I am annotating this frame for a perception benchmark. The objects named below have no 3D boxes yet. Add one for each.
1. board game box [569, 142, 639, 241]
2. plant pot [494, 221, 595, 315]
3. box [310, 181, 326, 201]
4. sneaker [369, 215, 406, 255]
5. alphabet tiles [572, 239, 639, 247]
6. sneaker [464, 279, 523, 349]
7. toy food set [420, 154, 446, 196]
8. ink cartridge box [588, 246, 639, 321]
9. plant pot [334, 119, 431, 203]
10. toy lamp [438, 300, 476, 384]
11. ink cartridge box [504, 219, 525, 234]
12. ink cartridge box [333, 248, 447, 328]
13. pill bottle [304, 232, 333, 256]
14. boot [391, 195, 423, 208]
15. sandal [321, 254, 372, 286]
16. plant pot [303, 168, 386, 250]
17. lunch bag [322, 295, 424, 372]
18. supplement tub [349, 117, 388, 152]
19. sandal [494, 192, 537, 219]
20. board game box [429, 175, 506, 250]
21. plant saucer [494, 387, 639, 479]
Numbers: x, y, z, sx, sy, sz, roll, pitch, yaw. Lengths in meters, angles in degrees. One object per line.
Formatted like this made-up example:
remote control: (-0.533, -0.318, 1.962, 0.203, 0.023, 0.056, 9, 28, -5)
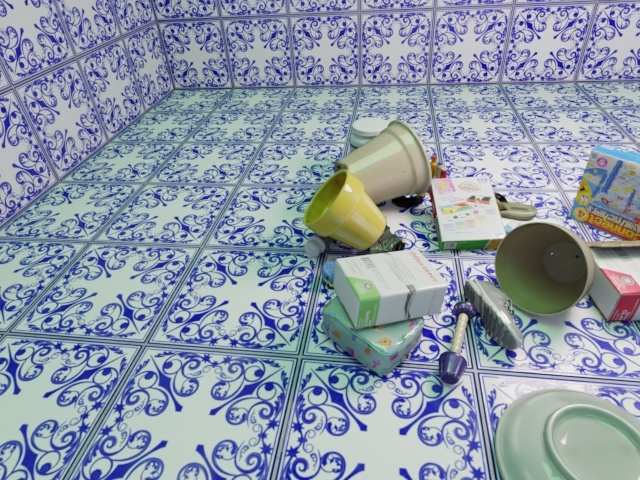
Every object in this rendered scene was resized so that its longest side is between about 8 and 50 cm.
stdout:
board game box: (1.119, -0.161, 1.573, 0.086, 0.302, 0.308, -26, 42, -26)
plant pot: (0.731, 0.079, 1.353, 0.190, 0.284, 0.284, -5, 31, -36)
box: (0.092, -0.190, 1.932, 0.233, 0.044, 0.159, 13, 41, 21)
sneaker: (0.261, -0.007, 1.642, 0.130, 0.087, 0.228, 5, 41, 9)
alphabet tiles: (0.994, 0.011, 1.460, 0.342, 0.011, 0.285, -2, 0, 4)
sneaker: (0.547, 0.207, 1.307, 0.115, 0.105, 0.281, -8, 37, -5)
toy food set: (0.518, -0.296, 1.977, 0.111, 0.105, 0.232, 18, 42, 27)
ink cartridge box: (1.013, 0.129, 1.341, 0.306, 0.131, 0.226, -1, 36, 2)
plant pot: (0.236, -0.287, 1.783, 0.305, 0.334, 0.334, -25, 41, -11)
toy lamp: (0.394, 0.290, 1.237, 0.080, 0.080, 0.275, 11, 39, 19)
ink cartridge box: (0.766, -0.022, 1.633, 0.122, 0.052, 0.088, 23, 45, 34)
ink cartridge box: (0.198, 0.134, 1.261, 0.272, 0.115, 0.198, -6, 34, -17)
pill bottle: (0.000, 0.000, 1.662, 0.078, 0.078, 0.137, 17, 42, 26)
boot: (0.379, -0.182, 1.897, 0.121, 0.045, 0.099, -21, 34, -24)
sandal: (0.156, 0.100, 1.468, 0.317, 0.138, 0.126, 3, 39, 13)
plant pot: (0.103, -0.092, 1.585, 0.254, 0.239, 0.254, -44, 21, 22)
lunch bag: (0.161, 0.253, 1.285, 0.279, 0.108, 0.224, 30, 43, 34)
supplement tub: (0.235, -0.422, 2.036, 0.191, 0.272, 0.191, -3, 37, 2)
sandal: (0.739, -0.155, 1.783, 0.302, 0.086, 0.120, 5, 38, 13)
board game box: (0.567, -0.112, 1.682, 0.242, 0.064, 0.317, -2, 55, 5)
plant saucer: (0.603, 0.481, 0.945, 0.400, 0.101, 0.401, -2, 37, 2)
